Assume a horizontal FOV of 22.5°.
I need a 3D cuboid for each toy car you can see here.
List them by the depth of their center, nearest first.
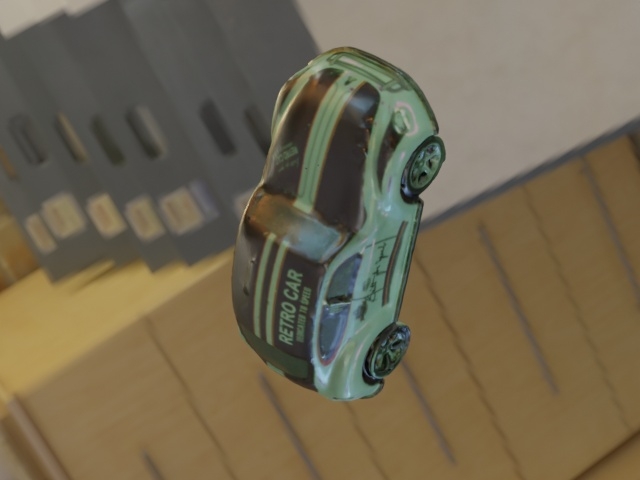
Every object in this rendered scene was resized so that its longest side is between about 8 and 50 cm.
[{"bbox_3d":[0.000,0.000,1.292,0.136,0.125,0.305,30,127,30],"label":"toy car"}]
